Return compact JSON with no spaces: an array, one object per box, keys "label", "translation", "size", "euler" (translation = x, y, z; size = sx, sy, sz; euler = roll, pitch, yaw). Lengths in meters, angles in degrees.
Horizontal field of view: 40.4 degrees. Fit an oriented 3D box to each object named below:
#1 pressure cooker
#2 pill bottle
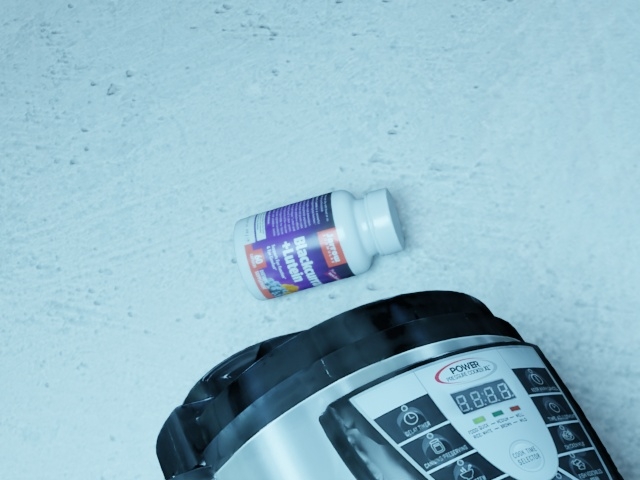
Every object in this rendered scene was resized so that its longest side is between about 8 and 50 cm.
[{"label":"pressure cooker","translation":[0.070,0.250,0.768],"size":[0.375,0.370,0.420],"euler":[-35,55,6]},{"label":"pill bottle","translation":[0.000,0.000,1.069],"size":[0.193,0.108,0.108],"euler":[-16,60,12]}]
